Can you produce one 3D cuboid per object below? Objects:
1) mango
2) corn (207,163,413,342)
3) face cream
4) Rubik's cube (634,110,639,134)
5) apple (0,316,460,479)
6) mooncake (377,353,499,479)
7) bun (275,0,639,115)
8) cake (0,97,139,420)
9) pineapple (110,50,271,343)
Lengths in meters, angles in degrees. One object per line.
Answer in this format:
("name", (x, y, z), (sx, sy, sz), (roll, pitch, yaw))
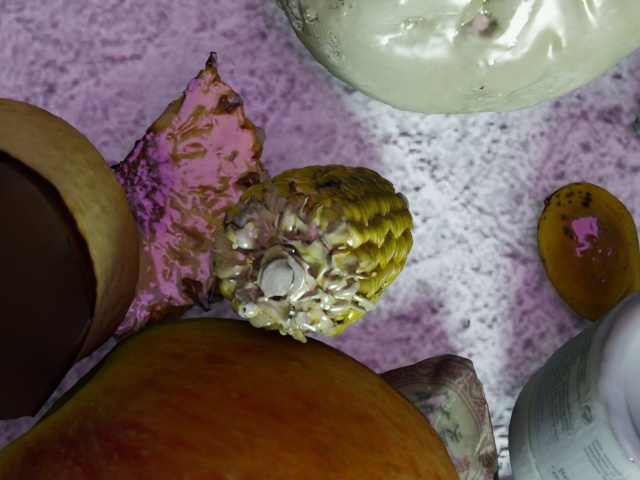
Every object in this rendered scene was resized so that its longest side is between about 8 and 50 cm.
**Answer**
("mango", (0.207, 0.010, 1.494), (0.079, 0.057, 0.114), (-27, 100, -17))
("corn", (0.000, 0.000, 1.328), (0.115, 0.318, 0.115), (1, 95, 9))
("face cream", (0.243, 0.134, 1.415), (0.177, 0.153, 0.177), (8, 65, -17))
("Rubik's cube", (0.423, -0.149, 1.447), (0.253, 0.256, 0.259), (27, 80, -9))
("apple", (-0.069, 0.211, 1.281), (0.339, 0.339, 0.339), (1, 85, -12))
("mooncake", (0.068, 0.154, 1.444), (0.125, 0.073, 0.130), (-16, 87, -11))
("bun", (0.129, -0.259, 1.412), (0.326, 0.234, 0.362), (40, 86, -12))
("cake", (-0.206, 0.008, 1.304), (0.185, 0.178, 0.207), (-25, 90, 22))
("pineapple", (-0.098, -0.008, 1.422), (0.135, 0.079, 0.233), (35, 85, 1))
